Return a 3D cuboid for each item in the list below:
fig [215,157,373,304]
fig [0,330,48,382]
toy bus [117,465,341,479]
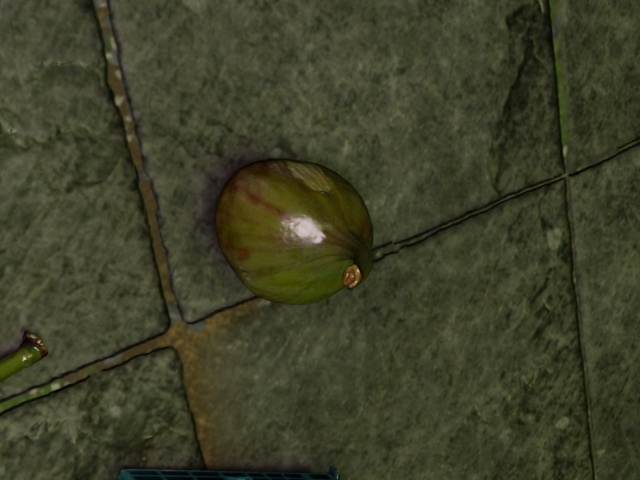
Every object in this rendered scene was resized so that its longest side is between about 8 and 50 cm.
[{"bbox_3d":[0.000,0.000,1.079,0.149,0.245,0.149,-6,103,-25],"label":"fig"},{"bbox_3d":[-0.345,0.117,0.986,0.259,0.151,0.151,2,104,-62],"label":"fig"},{"bbox_3d":[-0.070,0.292,1.177,0.256,0.147,0.128,7,101,-30],"label":"toy bus"}]
